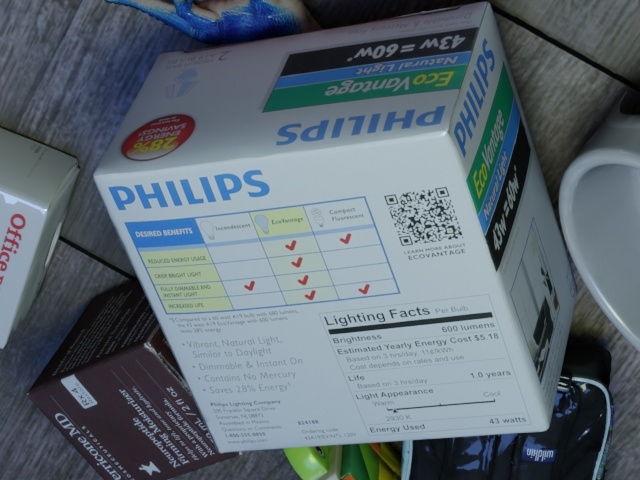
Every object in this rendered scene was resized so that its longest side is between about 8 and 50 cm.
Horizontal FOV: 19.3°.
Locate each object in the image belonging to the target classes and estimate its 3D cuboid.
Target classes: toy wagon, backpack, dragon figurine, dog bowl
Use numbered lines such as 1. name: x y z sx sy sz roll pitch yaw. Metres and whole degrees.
1. toy wagon: 0.061 0.304 2.068 0.068 0.267 0.344 -36 108 16
2. backpack: 0.195 0.221 2.031 0.225 0.191 0.254 6 109 4
3. dragon figurine: -0.084 -0.204 1.907 0.289 0.085 0.144 -5 118 13
4. dog bowl: 0.370 0.016 1.807 0.349 0.102 0.349 42 157 23

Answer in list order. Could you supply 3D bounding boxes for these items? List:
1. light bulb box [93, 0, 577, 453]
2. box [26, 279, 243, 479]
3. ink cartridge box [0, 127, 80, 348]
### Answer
1. light bulb box: 0.027 -0.004 1.827 0.357 0.225 0.361 -6 126 21
2. box: -0.171 0.146 2.059 0.203 0.167 0.168 -24 115 38
3. ink cartridge box: -0.431 -0.036 2.060 0.283 0.117 0.207 22 122 -1
